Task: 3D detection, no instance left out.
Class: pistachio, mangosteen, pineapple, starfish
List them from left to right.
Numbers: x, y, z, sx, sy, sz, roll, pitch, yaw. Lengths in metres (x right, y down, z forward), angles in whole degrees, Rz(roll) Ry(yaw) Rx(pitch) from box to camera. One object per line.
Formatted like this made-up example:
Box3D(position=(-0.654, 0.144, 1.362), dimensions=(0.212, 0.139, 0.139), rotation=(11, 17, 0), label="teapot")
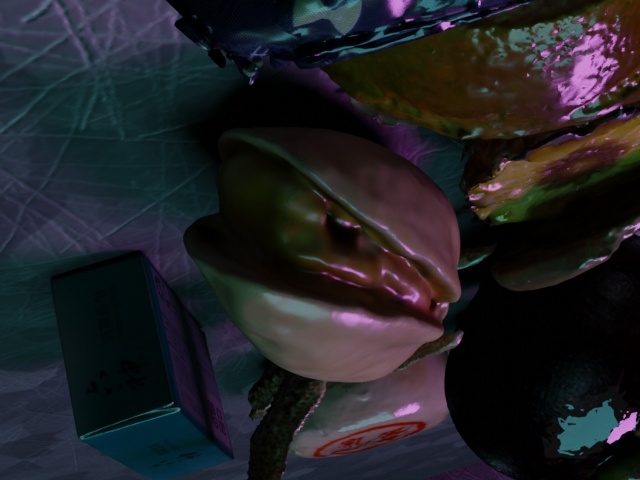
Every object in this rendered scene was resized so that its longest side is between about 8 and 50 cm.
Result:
Box3D(position=(0.007, 0.009, 0.741), dimensions=(0.187, 0.187, 0.299), rotation=(-24, 155, 17), label="pistachio")
Box3D(position=(0.024, 0.106, 0.977), dimensions=(0.358, 0.078, 0.347), rotation=(-44, -176, 4), label="starfish")
Box3D(position=(0.202, -0.083, 0.768), dimensions=(0.225, 0.076, 0.225), rotation=(-16, 163, -5), label="pineapple")
Box3D(position=(0.288, 0.128, 1.027), dimensions=(0.300, 0.300, 0.300), rotation=(-14, 157, -6), label="mangosteen")

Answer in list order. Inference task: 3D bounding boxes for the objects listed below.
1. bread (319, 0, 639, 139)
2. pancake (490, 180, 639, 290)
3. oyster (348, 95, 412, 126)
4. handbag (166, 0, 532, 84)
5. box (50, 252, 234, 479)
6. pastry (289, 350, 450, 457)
Box3D(position=(0.116, -0.129, 0.537), dimensions=(0.260, 0.134, 0.129), rotation=(-17, 156, 1), label="bread")
Box3D(position=(0.262, -0.023, 0.869), dimensions=(0.236, 0.042, 0.222), rotation=(-36, -176, -15), label="pancake")
Box3D(position=(0.066, -0.117, 0.681), dimensions=(0.083, 0.038, 0.080), rotation=(14, 141, -5), label="oyster")
Box3D(position=(0.045, -0.161, 0.395), dimensions=(0.260, 0.162, 0.113), rotation=(-17, 144, 1), label="handbag")
Box3D(position=(-0.163, 0.131, 0.922), dimensions=(0.092, 0.153, 0.245), rotation=(-17, 156, 0), label="box")
Box3D(position=(0.055, 0.201, 1.263), dimensions=(0.265, 0.133, 0.265), rotation=(-15, 161, -5), label="pastry")
